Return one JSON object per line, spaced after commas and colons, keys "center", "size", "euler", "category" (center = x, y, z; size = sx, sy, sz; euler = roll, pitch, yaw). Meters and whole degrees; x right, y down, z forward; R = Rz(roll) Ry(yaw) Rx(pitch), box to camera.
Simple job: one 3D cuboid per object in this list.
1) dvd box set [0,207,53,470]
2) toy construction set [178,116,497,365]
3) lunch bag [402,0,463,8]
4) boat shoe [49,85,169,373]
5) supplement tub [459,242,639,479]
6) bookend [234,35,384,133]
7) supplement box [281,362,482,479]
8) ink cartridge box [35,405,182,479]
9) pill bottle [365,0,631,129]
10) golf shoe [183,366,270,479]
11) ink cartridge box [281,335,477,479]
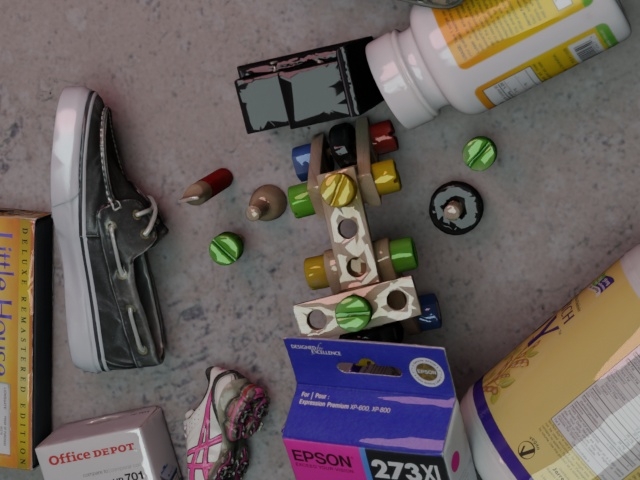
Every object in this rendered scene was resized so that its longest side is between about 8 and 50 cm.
{"center": [-0.524, 0.099, 1.710], "size": [0.420, 0.062, 0.307], "euler": [5, 102, 12], "category": "dvd box set"}
{"center": [0.000, 0.000, 1.483], "size": [0.309, 0.237, 0.257], "euler": [13, 104, 10], "category": "toy construction set"}
{"center": [0.052, -0.396, 1.395], "size": [0.305, 0.212, 0.256], "euler": [14, 60, 11], "category": "lunch bag"}
{"center": [-0.227, -0.012, 1.606], "size": [0.119, 0.121, 0.335], "euler": [-1, 112, 5], "category": "boat shoe"}
{"center": [0.329, 0.151, 1.440], "size": [0.331, 0.241, 0.241], "euler": [-43, 90, 16], "category": "supplement tub"}
{"center": [-0.025, -0.157, 1.498], "size": [0.157, 0.156, 0.072], "euler": [-11, 99, 15], "category": "bookend"}
{"center": [0.078, 0.238, 1.581], "size": [0.111, 0.114, 0.220], "euler": [-43, 92, 17], "category": "supplement box"}
{"center": [-0.234, 0.305, 1.679], "size": [0.140, 0.082, 0.190], "euler": [-13, 100, 15], "category": "ink cartridge box"}
{"center": [0.176, -0.211, 1.452], "size": [0.246, 0.136, 0.136], "euler": [-26, 95, 16], "category": "pill bottle"}
{"center": [-0.123, 0.234, 1.655], "size": [0.086, 0.067, 0.186], "euler": [30, 106, 30], "category": "golf shoe"}
{"center": [0.073, 0.262, 1.444], "size": [0.176, 0.069, 0.371], "euler": [2, 123, 27], "category": "ink cartridge box"}
